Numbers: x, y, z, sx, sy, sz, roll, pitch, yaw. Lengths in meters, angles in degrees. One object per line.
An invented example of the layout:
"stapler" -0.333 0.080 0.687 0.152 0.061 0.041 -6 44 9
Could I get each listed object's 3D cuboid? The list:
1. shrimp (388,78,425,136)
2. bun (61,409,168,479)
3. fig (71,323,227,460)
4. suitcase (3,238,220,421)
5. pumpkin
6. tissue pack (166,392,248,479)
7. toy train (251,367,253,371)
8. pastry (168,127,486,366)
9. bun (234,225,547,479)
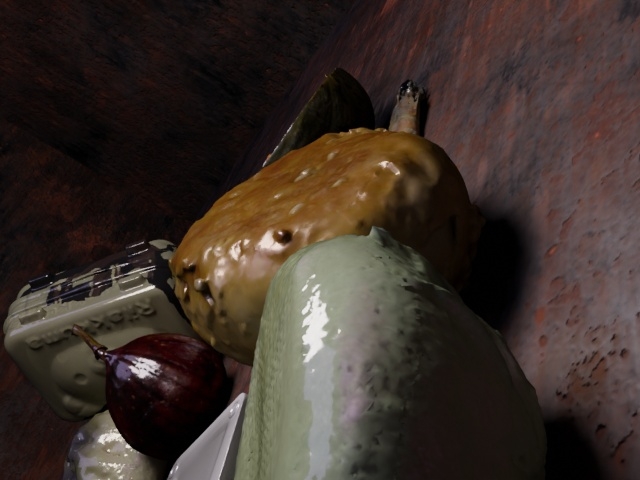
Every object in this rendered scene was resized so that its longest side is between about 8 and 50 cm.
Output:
"shrimp" 0.099 -0.145 1.161 0.152 0.046 0.219 -40 23 45
"bun" -0.367 0.410 1.372 0.273 0.168 0.273 -54 21 32
"fig" -0.274 0.221 1.258 0.186 0.249 0.204 -33 29 35
"suitcase" -0.360 0.197 1.460 0.351 0.339 0.194 -18 36 3
"pumpkin" 0.019 -0.153 1.221 0.312 0.148 0.169 -58 8 -21
"tissue pack" -0.066 0.272 0.623 0.159 0.136 0.246 -48 16 38
"toy train" -0.009 0.122 0.899 0.099 0.070 0.172 -47 3 -40
"pastry" 0.010 0.020 0.749 0.284 0.184 0.315 -35 19 -16
"bun" 0.041 0.137 0.485 0.283 0.179 0.283 -169 90 -81
